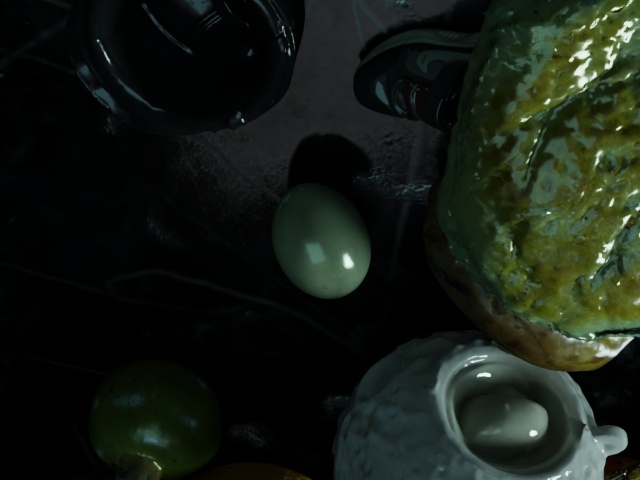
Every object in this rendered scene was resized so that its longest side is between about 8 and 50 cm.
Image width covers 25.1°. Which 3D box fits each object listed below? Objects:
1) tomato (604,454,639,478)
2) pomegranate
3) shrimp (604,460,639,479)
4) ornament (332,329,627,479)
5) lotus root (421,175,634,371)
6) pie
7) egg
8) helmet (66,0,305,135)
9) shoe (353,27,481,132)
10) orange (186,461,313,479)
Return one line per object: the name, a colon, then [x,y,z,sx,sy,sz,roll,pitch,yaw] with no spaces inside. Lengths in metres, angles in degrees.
tomato: [0.372,0.362,1.934,0.224,0.085,0.225,3,127,4]
pomegranate: [-0.214,0.253,1.892,0.179,0.210,0.179,-8,124,-13]
shrimp: [0.360,0.343,1.847,0.101,0.042,0.190,11,131,-29]
ornament: [0.175,0.281,1.756,0.337,0.337,0.337,5,128,7]
lotus root: [0.247,0.042,1.658,0.193,0.193,0.291,-34,114,30]
pie: [0.310,-0.088,1.473,0.418,0.180,0.395,12,116,-20]
egg: [0.000,0.000,1.711,0.114,0.114,0.152,-15,122,21]
helmet: [-0.130,-0.244,1.523,0.230,0.160,0.279,43,137,-20]
shoe: [0.143,-0.167,1.559,0.227,0.112,0.099,-6,126,13]
orange: [-0.089,0.464,1.969,0.340,0.293,0.341,10,114,22]
